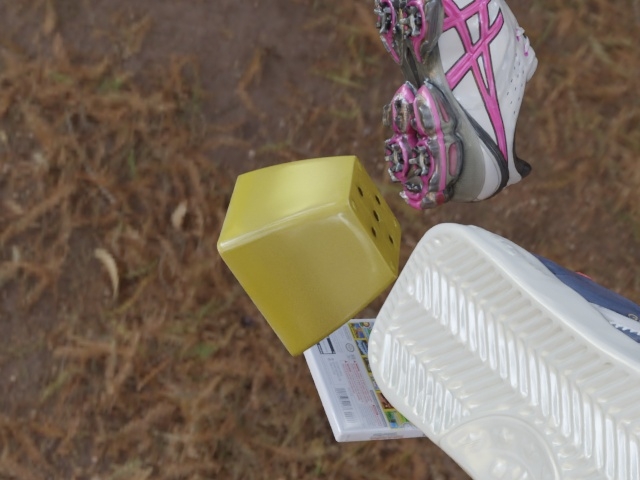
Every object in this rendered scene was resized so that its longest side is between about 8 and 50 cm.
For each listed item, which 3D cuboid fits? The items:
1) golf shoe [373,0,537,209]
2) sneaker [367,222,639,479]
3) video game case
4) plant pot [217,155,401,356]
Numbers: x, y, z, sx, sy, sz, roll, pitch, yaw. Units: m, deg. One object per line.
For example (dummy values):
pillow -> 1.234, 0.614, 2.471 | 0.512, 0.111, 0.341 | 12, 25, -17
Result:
golf shoe -> 0.078, -0.113, 0.719 | 0.086, 0.186, 0.067 | -11, 17, -23
sneaker -> 0.151, 0.111, 0.549 | 0.148, 0.131, 0.350 | 20, 23, -29
video game case -> 0.088, 0.208, 1.956 | 0.206, 0.026, 0.227 | 0, 42, -23
plant pot -> 0.000, 0.000, 1.841 | 0.212, 0.187, 0.212 | 56, 23, -25
